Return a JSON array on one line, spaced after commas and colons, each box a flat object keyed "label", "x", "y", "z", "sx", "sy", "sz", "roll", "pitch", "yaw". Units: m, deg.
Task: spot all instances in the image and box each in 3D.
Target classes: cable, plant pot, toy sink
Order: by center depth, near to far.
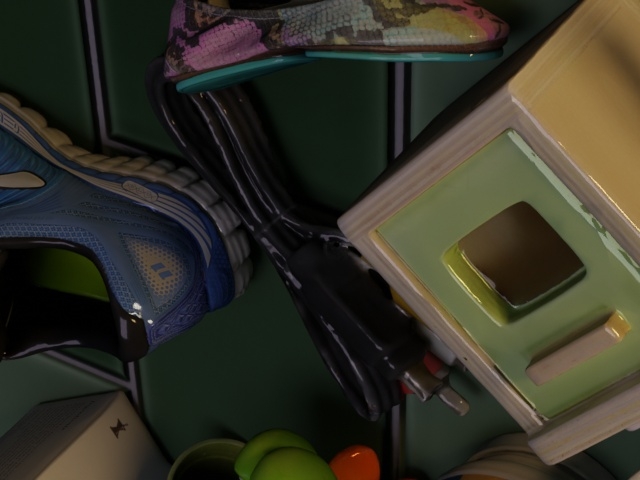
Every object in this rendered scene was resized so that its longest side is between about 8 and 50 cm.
[{"label": "toy sink", "x": 0.151, "y": 0.016, "z": 0.845, "sx": 0.234, "sy": 0.131, "sz": 0.153, "roll": 48, "pitch": 138, "yaw": -5}, {"label": "cable", "x": 0.000, "y": 0.000, "z": 1.027, "sx": 0.287, "sy": 0.072, "sz": 0.139, "roll": 50, "pitch": 152, "yaw": 12}, {"label": "plant pot", "x": -0.078, "y": 0.196, "z": 1.214, "sx": 0.083, "sy": 0.083, "sz": 0.079, "roll": 40, "pitch": 149, "yaw": 5}]

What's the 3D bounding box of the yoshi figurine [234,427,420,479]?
[{"label": "yoshi figurine", "x": 0.006, "y": 0.301, "z": 1.130, "sx": 0.203, "sy": 0.203, "sz": 0.362, "roll": -10, "pitch": 116, "yaw": 42}]

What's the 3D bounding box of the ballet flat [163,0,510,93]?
[{"label": "ballet flat", "x": -0.001, "y": -0.127, "z": 0.904, "sx": 0.221, "sy": 0.077, "sz": 0.079, "roll": -2, "pitch": 96, "yaw": 39}]

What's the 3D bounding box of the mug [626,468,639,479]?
[{"label": "mug", "x": 0.282, "y": 0.306, "z": 0.800, "sx": 0.276, "sy": 0.374, "sz": 0.328, "roll": -13, "pitch": 120, "yaw": 38}]

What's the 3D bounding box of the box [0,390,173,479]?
[{"label": "box", "x": -0.190, "y": 0.240, "z": 1.249, "sx": 0.119, "sy": 0.182, "sz": 0.181, "roll": -14, "pitch": 113, "yaw": 44}]

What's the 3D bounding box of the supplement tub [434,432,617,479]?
[{"label": "supplement tub", "x": 0.098, "y": 0.224, "z": 1.001, "sx": 0.144, "sy": 0.200, "sz": 0.144, "roll": 20, "pitch": 133, "yaw": 23}]

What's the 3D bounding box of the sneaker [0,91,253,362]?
[{"label": "sneaker", "x": -0.214, "y": -0.008, "z": 1.098, "sx": 0.330, "sy": 0.147, "sz": 0.130, "roll": 16, "pitch": 131, "yaw": 28}]
